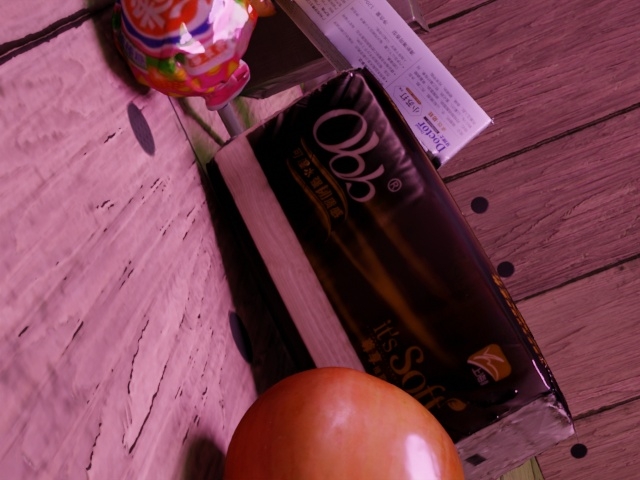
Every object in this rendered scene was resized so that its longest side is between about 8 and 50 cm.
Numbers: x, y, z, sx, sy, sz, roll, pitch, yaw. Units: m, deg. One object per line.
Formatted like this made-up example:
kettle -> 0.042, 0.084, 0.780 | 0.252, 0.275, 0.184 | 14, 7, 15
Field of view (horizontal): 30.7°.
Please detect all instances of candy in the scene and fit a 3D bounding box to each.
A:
candy -> -0.098, -0.140, 1.099 | 0.365, 0.124, 0.124 | 65, 8, -68

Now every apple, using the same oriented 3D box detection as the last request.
apple -> 0.015, 0.187, 0.797 | 0.199, 0.199, 0.199 | -21, 90, -79

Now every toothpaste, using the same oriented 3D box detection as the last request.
toothpaste -> 0.050, -0.213, 1.254 | 0.313, 0.089, 0.071 | 49, -13, 1

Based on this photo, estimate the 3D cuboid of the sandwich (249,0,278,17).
sandwich -> -0.136, -0.294, 1.163 | 0.258, 0.096, 0.094 | 51, 15, -56

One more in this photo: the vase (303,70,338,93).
vase -> 0.080, -0.107, 1.747 | 0.165, 0.165, 0.360 | 49, 18, -61

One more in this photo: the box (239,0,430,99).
box -> -0.009, -0.279, 1.380 | 0.155, 0.231, 0.148 | -21, 91, -79

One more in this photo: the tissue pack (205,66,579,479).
tissue pack -> 0.063, 0.056, 1.068 | 0.370, 0.198, 0.210 | 63, 5, 25
